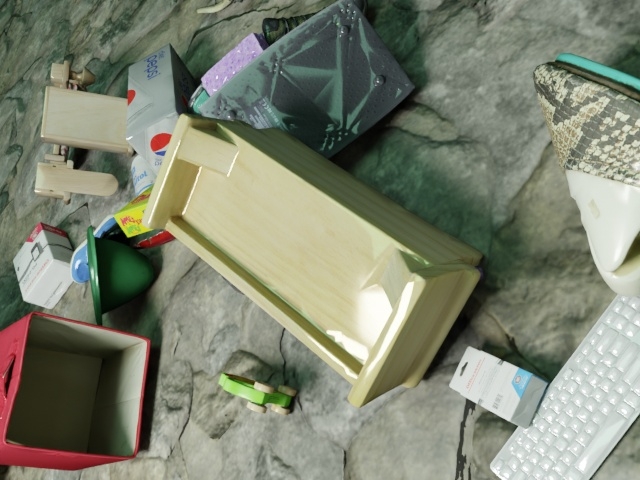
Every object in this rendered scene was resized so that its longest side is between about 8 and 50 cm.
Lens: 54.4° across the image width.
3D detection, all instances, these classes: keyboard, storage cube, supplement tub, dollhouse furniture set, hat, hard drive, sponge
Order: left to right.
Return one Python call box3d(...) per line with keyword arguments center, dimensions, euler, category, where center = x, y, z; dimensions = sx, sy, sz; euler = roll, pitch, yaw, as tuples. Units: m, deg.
box3d(center=(-0.393, 0.236, 0.930), dimensions=(0.193, 0.215, 0.184), euler=(-25, 55, 39), category="storage cube")
box3d(center=(-0.511, -0.199, 1.377), dimensions=(0.355, 0.174, 0.303), euler=(158, 116, -68), category="dollhouse furniture set")
box3d(center=(-0.295, 0.050, 1.068), dimensions=(0.208, 0.183, 0.173), euler=(172, 92, -67), category="hat")
box3d(center=(-0.297, -0.100, 1.110), dimensions=(0.071, 0.071, 0.107), euler=(-41, 48, 19), category="supplement tub")
box3d(center=(-0.083, -0.185, 0.919), dimensions=(0.117, 0.031, 0.210), euler=(-33, 84, 27), category="sponge")
box3d(center=(-0.019, -0.188, 0.846), dimensions=(0.254, 0.054, 0.172), euler=(-35, 84, 7), category="hard drive")
box3d(center=(0.251, 0.124, 0.548), dimensions=(0.256, 0.014, 0.072), euler=(-55, 44, 5), category="keyboard")

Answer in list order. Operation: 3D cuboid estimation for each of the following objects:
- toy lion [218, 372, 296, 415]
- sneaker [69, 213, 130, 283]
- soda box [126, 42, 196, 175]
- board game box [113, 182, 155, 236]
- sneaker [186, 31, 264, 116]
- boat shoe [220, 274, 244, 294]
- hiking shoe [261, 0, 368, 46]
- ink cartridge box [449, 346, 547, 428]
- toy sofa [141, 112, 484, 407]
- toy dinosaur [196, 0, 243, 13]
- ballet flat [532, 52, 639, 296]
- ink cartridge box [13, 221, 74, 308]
box3d(center=(-0.086, 0.182, 0.762), dimensions=(0.096, 0.100, 0.034), euler=(14, 80, 25), category="toy lion")
box3d(center=(-0.406, 0.026, 1.150), dimensions=(0.152, 0.058, 0.084), euler=(-51, 36, 0), category="sneaker")
box3d(center=(-0.276, -0.237, 1.101), dimensions=(0.098, 0.091, 0.286), euler=(-27, 41, 7), category="soda box")
box3d(center=(-0.234, -0.079, 0.996), dimensions=(0.092, 0.043, 0.181), euler=(-12, 26, 37), category="board game box")
box3d(center=(-0.134, -0.277, 1.046), dimensions=(0.223, 0.083, 0.098), euler=(-39, 34, -5), category="sneaker")
box3d(center=(-0.119, -0.001, 0.883), dimensions=(0.103, 0.092, 0.285), euler=(-57, 43, 11), category="boat shoe")
box3d(center=(-0.029, -0.305, 0.944), dimensions=(0.227, 0.114, 0.086), euler=(-43, 45, 17), category="hiking shoe")
box3d(center=(0.168, 0.138, 0.597), dimensions=(0.083, 0.028, 0.048), euler=(20, 81, 59), category="ink cartridge box")
box3d(center=(-0.012, 0.003, 0.699), dimensions=(0.362, 0.177, 0.150), euler=(35, 112, 27), category="toy sofa")
box3d(center=(-0.139, -0.505, 1.189), dimensions=(0.268, 0.064, 0.118), euler=(-40, 41, 22), category="toy dinosaur")
box3d(center=(0.324, -0.001, 0.456), dimensions=(0.483, 0.164, 0.182), euler=(35, 102, 42), category="ballet flat")
box3d(center=(-0.561, 0.050, 1.273), dimensions=(0.109, 0.063, 0.150), euler=(-52, 45, 8), category="ink cartridge box")
